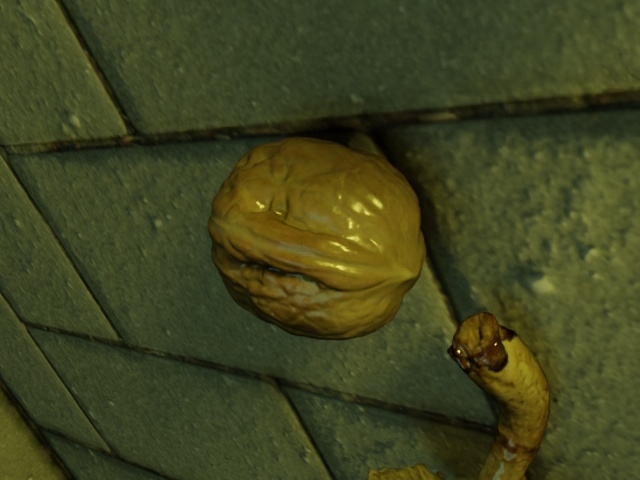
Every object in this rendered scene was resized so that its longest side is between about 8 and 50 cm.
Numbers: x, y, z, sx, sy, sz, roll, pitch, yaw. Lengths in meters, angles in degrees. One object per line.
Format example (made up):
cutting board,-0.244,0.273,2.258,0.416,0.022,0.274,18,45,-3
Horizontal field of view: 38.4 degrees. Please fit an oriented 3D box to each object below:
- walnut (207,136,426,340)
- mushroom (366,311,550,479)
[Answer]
walnut,0.000,0.000,0.716,0.184,0.155,0.155,17,137,34
mushroom,0.162,0.235,0.787,0.233,0.208,0.302,10,140,-19
